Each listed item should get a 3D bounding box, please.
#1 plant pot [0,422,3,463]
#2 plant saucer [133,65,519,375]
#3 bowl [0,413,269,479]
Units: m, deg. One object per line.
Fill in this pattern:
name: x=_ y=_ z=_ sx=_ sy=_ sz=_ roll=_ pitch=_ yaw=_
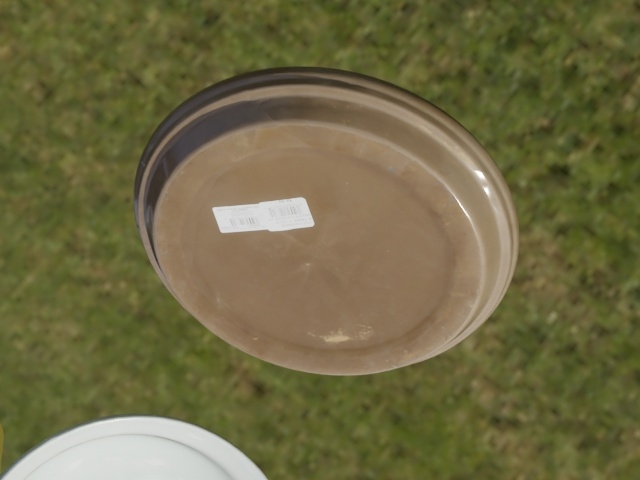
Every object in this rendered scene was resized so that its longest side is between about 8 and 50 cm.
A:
plant pot: x=-0.342 y=0.210 z=1.740 sx=0.081 sy=0.081 sz=0.083 roll=16 pitch=124 yaw=-17
plant saucer: x=0.000 y=0.000 z=1.274 sx=0.278 sy=0.041 sz=0.278 roll=7 pitch=132 yaw=8
bowl: x=-0.177 y=0.289 z=1.580 sx=0.298 sy=0.298 sz=0.134 roll=46 pitch=171 yaw=-14
